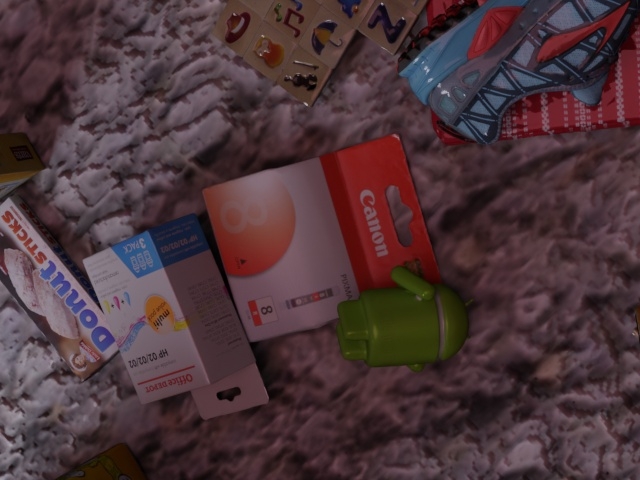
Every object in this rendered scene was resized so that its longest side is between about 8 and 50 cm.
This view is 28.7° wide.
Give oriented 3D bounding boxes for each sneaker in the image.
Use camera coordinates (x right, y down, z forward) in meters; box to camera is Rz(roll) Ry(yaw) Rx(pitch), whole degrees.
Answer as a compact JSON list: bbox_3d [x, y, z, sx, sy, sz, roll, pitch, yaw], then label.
[{"bbox_3d":[0.194,-0.169,0.962,0.262,0.104,0.125,-33,103,19],"label":"sneaker"}]

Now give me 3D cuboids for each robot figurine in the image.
[{"bbox_3d":[0.072,0.072,1.055,0.115,0.067,0.101,-5,131,-8],"label":"robot figurine"}]

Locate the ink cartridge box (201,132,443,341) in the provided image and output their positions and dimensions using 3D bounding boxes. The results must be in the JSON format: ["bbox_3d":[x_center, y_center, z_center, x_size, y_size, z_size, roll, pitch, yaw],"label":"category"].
[{"bbox_3d":[0.000,0.000,1.091,0.179,0.045,0.145,-15,94,21],"label":"ink cartridge box"}]

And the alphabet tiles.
[{"bbox_3d":[0.007,-0.242,1.054,0.198,0.009,0.237,38,111,17],"label":"alphabet tiles"}]

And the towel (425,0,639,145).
[{"bbox_3d":[0.215,-0.187,1.006,0.275,0.031,0.198,-5,94,16],"label":"towel"}]

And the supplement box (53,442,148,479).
[{"bbox_3d":[-0.263,0.340,1.053,0.194,0.356,0.195,-32,88,18],"label":"supplement box"}]

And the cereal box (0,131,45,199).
[{"bbox_3d":[-0.389,-0.015,1.139,0.240,0.173,0.047,-32,88,18],"label":"cereal box"}]

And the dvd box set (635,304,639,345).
[{"bbox_3d":[0.470,0.139,0.900,0.421,0.062,0.307,-15,113,16],"label":"dvd box set"}]

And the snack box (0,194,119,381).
[{"bbox_3d":[-0.256,0.045,1.185,0.064,0.022,0.178,-42,84,17],"label":"snack box"}]

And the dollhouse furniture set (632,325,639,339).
[{"bbox_3d":[0.315,0.062,0.982,0.091,0.081,0.114,38,107,9],"label":"dollhouse furniture set"}]

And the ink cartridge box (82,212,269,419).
[{"bbox_3d":[-0.128,0.080,1.113,0.104,0.062,0.181,-22,91,44],"label":"ink cartridge box"}]
